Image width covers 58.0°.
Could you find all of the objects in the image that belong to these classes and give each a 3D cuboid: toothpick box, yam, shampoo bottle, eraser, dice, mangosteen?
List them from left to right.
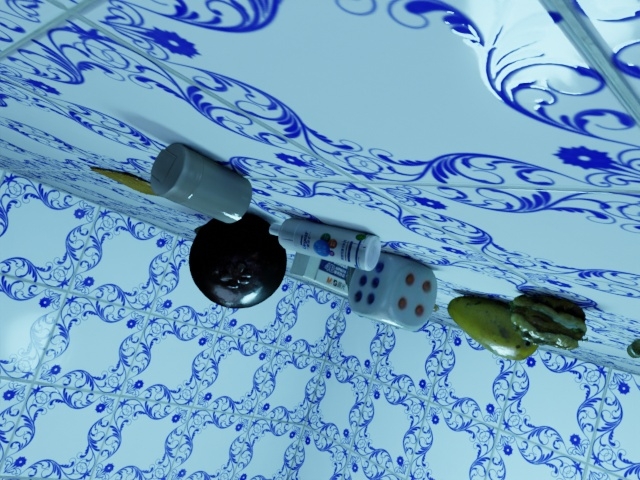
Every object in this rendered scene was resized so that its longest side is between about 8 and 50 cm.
[{"bbox_3d":[-0.238,-0.112,1.167,0.111,0.111,0.181,10,170,44],"label":"toothpick box"},{"bbox_3d":[-0.252,0.044,1.734,0.297,0.297,0.313,24,-152,-37],"label":"mangosteen"},{"bbox_3d":[0.000,0.000,1.484,0.304,0.092,0.092,15,172,27],"label":"shampoo bottle"},{"bbox_3d":[0.025,0.098,1.980,0.081,0.124,0.279,10,169,44],"label":"eraser"},{"bbox_3d":[0.208,0.147,1.667,0.192,0.193,0.194,22,173,-35],"label":"dice"},{"bbox_3d":[0.968,0.333,1.763,0.054,0.054,0.132,14,172,24],"label":"yam"}]

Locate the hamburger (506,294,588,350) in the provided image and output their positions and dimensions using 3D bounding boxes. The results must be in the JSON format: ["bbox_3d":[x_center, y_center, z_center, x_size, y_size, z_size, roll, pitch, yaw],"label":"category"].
[{"bbox_3d":[0.597,0.200,1.508,0.183,0.129,0.206,19,-169,2],"label":"hamburger"}]

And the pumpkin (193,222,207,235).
[{"bbox_3d":[-0.328,-0.018,1.966,0.312,0.148,0.169,44,171,49],"label":"pumpkin"}]

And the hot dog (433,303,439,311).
[{"bbox_3d":[0.421,0.247,2.363,0.140,0.060,0.090,18,178,-24],"label":"hot dog"}]

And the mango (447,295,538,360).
[{"bbox_3d":[0.554,0.264,1.876,0.330,0.175,0.176,34,160,35],"label":"mango"}]

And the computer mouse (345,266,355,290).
[{"bbox_3d":[0.219,0.166,1.856,0.331,0.197,0.095,21,139,-37],"label":"computer mouse"}]

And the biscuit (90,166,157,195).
[{"bbox_3d":[-0.580,-0.177,1.838,0.232,0.013,0.237,12,171,35],"label":"biscuit"}]
